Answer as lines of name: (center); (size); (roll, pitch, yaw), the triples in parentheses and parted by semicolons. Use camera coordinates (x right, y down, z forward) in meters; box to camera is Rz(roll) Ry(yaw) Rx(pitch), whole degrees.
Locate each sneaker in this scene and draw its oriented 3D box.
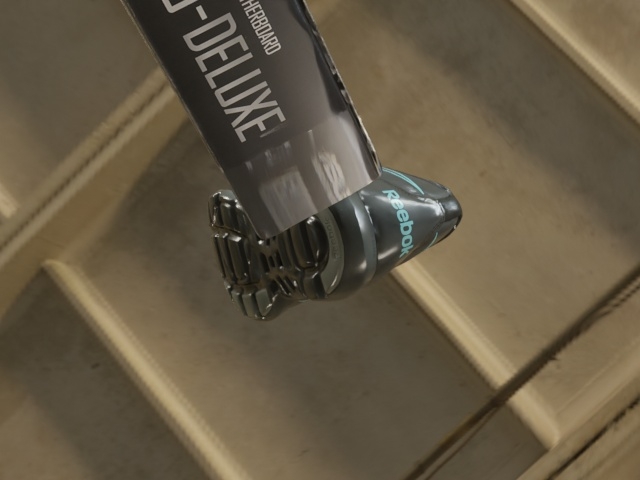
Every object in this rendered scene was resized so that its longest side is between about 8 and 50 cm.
sneaker: (0.000, 0.000, 0.885); (0.106, 0.267, 0.101); (-17, -83, -24)

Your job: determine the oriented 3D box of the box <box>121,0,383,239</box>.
box: (-0.088, -0.177, 0.679); (0.076, 0.242, 0.307); (-29, -144, -1)
